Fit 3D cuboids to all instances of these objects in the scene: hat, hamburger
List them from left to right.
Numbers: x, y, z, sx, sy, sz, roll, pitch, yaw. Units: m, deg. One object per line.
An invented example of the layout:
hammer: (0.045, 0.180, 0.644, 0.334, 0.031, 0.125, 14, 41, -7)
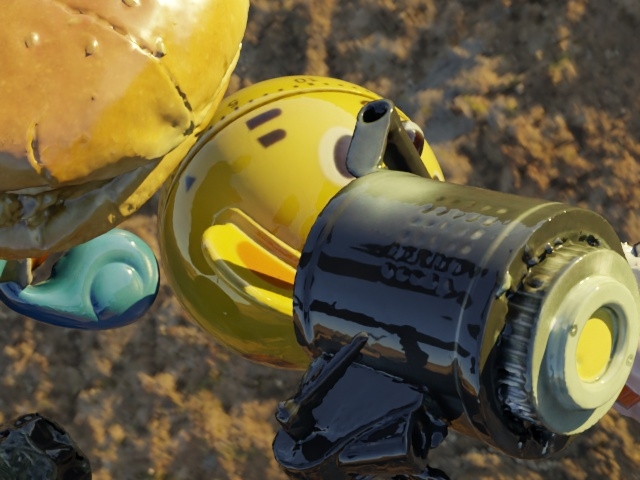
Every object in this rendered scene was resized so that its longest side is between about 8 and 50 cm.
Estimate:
hat: (-0.335, 0.271, 1.412, 0.128, 0.265, 0.265, -35, 46, -28)
hamburger: (-0.131, -0.106, 0.724, 0.157, 0.144, 0.283, 30, 63, 18)

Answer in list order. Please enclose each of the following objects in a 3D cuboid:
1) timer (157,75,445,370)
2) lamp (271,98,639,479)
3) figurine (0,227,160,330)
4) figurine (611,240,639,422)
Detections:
timer: (0.000, 0.000, 1.392, 0.376, 0.376, 0.387, -40, 37, 5)
lamp: (0.129, 0.049, 1.033, 0.272, 0.205, 0.374, -4, 46, 31)
figurine: (-0.334, -0.063, 1.211, 0.243, 0.416, 0.298, -33, 12, -23)
figurine: (0.347, 0.107, 1.319, 0.137, 0.112, 0.228, -7, 67, 5)
